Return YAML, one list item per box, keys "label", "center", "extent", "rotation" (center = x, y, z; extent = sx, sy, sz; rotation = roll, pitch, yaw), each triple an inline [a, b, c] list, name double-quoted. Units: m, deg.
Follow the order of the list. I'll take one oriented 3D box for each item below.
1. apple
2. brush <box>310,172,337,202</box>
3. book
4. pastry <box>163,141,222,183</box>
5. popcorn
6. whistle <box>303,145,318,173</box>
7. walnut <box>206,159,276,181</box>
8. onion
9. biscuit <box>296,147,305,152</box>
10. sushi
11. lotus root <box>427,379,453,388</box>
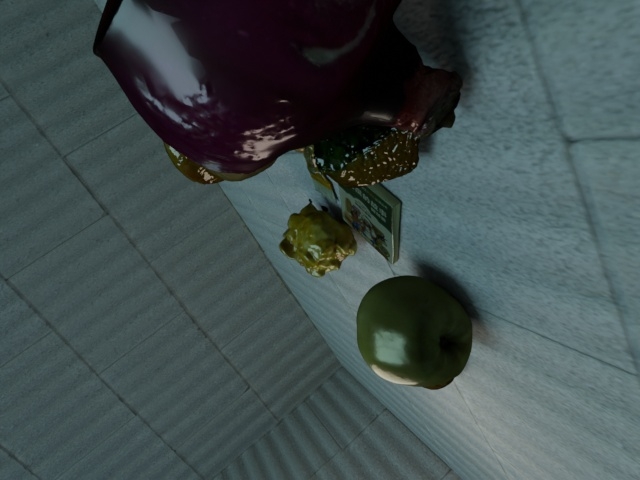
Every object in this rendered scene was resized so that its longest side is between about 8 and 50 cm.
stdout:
- label: "apple"
  center: [0.210, 0.211, 1.025]
  extent: [0.262, 0.262, 0.262]
  rotation: [48, 166, 17]
- label: "brush"
  center: [-0.021, -0.220, 1.195]
  extent: [0.103, 0.013, 0.272]
  rotation: [38, 159, 45]
- label: "book"
  center: [0.116, -0.070, 1.088]
  extent: [0.202, 0.027, 0.264]
  rotation: [46, 165, 28]
- label: "pastry"
  center: [-0.321, -0.329, 1.267]
  extent: [0.163, 0.356, 0.356]
  rotation: [4, 138, 30]
- label: "popcorn"
  center: [-0.003, 0.001, 1.349]
  extent: [0.190, 0.191, 0.253]
  rotation: [16, -158, -50]
- label: "whistle"
  center: [-0.038, -0.284, 1.000]
  extent: [0.068, 0.057, 0.327]
  rotation: [44, 163, 35]
- label: "walnut"
  center: [-0.194, -0.287, 1.063]
  extent: [0.285, 0.285, 0.296]
  rotation: [48, 155, 18]
- label: "onion"
  center: [-0.011, -0.225, 0.527]
  extent: [0.420, 0.399, 0.398]
  rotation: [33, 175, -25]
- label: "biscuit"
  center: [-0.027, -0.280, 0.837]
  extent: [0.236, 0.040, 0.144]
  rotation: [98, 172, -52]
- label: "sushi"
  center: [0.057, -0.168, 0.782]
  extent: [0.140, 0.149, 0.287]
  rotation: [64, 168, -26]
- label: "lotus root"
  center: [0.317, 0.356, 1.276]
  extent: [0.145, 0.128, 0.260]
  rotation: [32, 165, 19]
